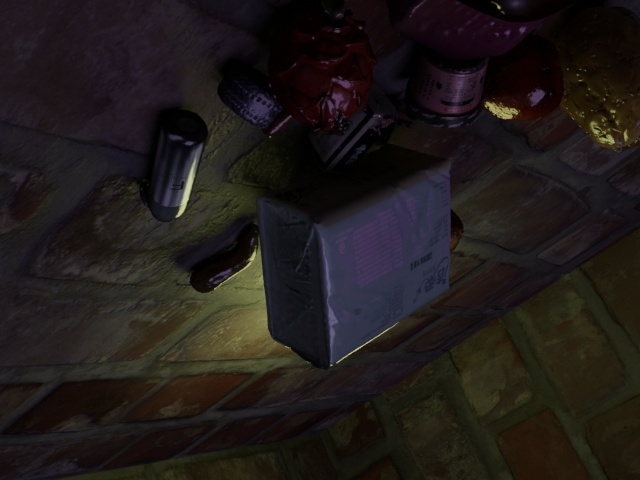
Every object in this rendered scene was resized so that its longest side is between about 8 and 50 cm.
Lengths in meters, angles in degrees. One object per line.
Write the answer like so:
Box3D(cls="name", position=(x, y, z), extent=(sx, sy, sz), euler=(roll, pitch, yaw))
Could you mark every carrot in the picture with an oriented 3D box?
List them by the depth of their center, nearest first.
Box3D(cls="carrot", position=(-0.068, -0.224, 1.422), extent=(0.093, 0.032, 0.032), euler=(-39, 154, 14))

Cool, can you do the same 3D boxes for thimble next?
Box3D(cls="thimble", position=(-0.113, -0.241, 1.270), extent=(0.104, 0.095, 0.066), euler=(34, 113, -23))

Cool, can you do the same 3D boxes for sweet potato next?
Box3D(cls="sweet potato", position=(-0.210, 0.048, 1.805), extent=(0.233, 0.062, 0.081), euler=(-39, 152, 20))

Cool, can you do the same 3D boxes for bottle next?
Box3D(cls="bottle", position=(-0.265, -0.126, 1.370), extent=(0.096, 0.080, 0.254), euler=(20, 143, -6))

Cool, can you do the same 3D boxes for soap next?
Box3D(cls="soap", position=(0.239, -0.406, 1.245), extent=(0.220, 0.127, 0.324), euler=(-41, 152, 26))

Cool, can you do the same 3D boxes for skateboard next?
Box3D(cls="skateboard", position=(0.157, -0.271, 1.534), extent=(0.151, 0.067, 0.080), euler=(-4, 139, -51))

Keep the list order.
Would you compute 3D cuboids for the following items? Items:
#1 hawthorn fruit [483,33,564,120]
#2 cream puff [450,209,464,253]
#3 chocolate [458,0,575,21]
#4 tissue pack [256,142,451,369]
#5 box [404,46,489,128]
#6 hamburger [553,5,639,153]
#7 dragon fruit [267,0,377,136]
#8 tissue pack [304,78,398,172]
Box3D(cls="hawthorn fruit", position=(0.395, -0.324, 1.539), extent=(0.173, 0.179, 0.174), euler=(-40, 140, -45))
Box3D(cls="cream puff", position=(0.258, -0.005, 2.050), extent=(0.240, 0.164, 0.240), euler=(-35, 155, -18))
Box3D(cls="chocolate", position=(0.282, -0.437, 0.952), extent=(0.383, 0.384, 0.331), euler=(-5, 154, -40))
Box3D(cls="tissue pack", position=(0.081, 0.016, 1.593), extent=(0.405, 0.205, 0.332), euler=(-27, 124, -40))
Box3D(cls="box", position=(0.240, -0.305, 1.433), extent=(0.151, 0.151, 0.135), euler=(-19, 147, -17))
Box3D(cls="hamburger", position=(0.581, -0.324, 1.562), extent=(0.144, 0.283, 0.260), euler=(-24, 154, -27))
Box3D(cls="dragon fruit", position=(-0.001, -0.270, 1.207), extent=(0.172, 0.210, 0.172), euler=(3, -172, 0))
Box3D(cls="tissue pack", position=(0.054, -0.218, 1.468), extent=(0.090, 0.103, 0.170), euler=(-8, 151, -47))
